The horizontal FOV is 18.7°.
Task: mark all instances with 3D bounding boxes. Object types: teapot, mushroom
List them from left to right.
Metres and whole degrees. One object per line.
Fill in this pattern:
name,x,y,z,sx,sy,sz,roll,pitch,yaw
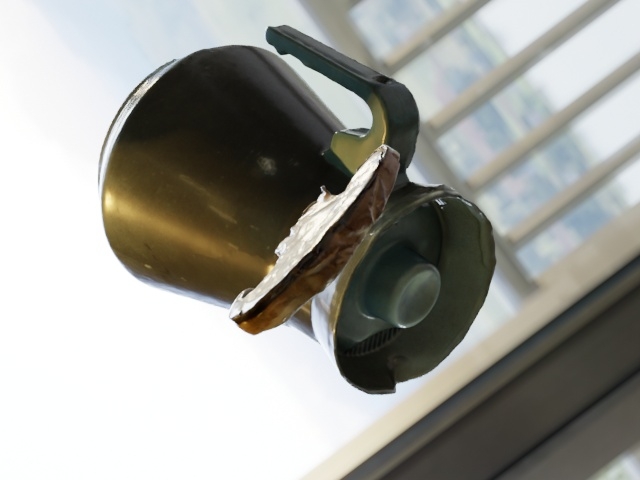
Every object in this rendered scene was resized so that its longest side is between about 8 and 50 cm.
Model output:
teapot,-0.014,-0.026,1.193,0.225,0.171,0.203,31,126,37
mushroom,0.000,0.000,0.818,0.019,0.101,0.049,43,175,-21
